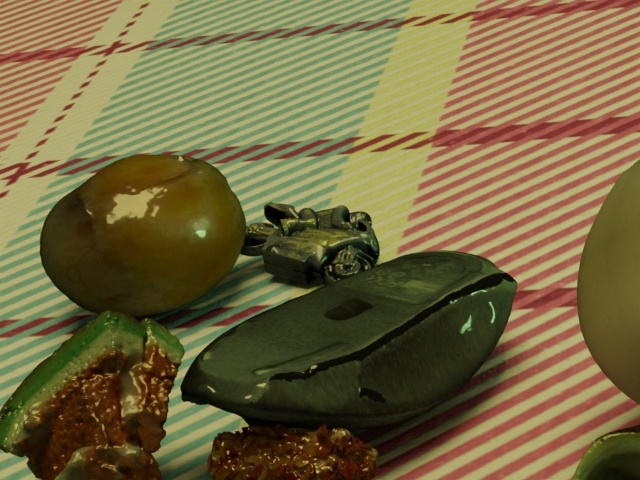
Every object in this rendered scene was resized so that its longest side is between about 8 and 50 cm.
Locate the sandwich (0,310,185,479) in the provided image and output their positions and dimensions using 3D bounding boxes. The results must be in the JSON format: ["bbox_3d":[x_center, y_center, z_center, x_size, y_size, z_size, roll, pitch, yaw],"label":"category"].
[{"bbox_3d":[-0.198,0.165,1.771,0.185,0.109,0.160,-52,33,7],"label":"sandwich"}]

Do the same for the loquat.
[{"bbox_3d":[-0.195,-0.004,2.140,0.227,0.179,0.179,-22,28,-19],"label":"loquat"}]

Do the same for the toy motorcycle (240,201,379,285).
[{"bbox_3d":[0.000,0.000,2.185,0.193,0.061,0.124,20,44,38],"label":"toy motorcycle"}]

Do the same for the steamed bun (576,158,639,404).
[{"bbox_3d":[0.379,0.057,1.669,0.324,0.324,0.206,-1,65,19],"label":"steamed bun"}]

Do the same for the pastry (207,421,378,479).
[{"bbox_3d":[-0.028,0.208,1.739,0.169,0.087,0.063,-5,49,37],"label":"pastry"}]

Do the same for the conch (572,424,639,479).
[{"bbox_3d":[0.311,0.213,1.566,0.181,0.124,0.187,28,74,37],"label":"conch"}]

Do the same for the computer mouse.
[{"bbox_3d":[0.036,0.115,1.854,0.374,0.114,0.203,-22,22,-36],"label":"computer mouse"}]
